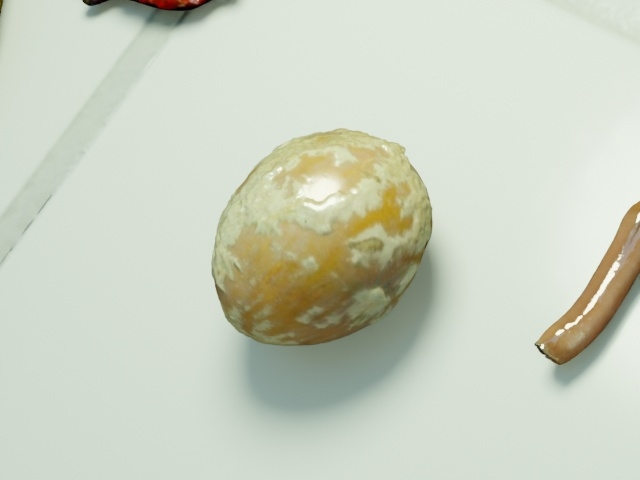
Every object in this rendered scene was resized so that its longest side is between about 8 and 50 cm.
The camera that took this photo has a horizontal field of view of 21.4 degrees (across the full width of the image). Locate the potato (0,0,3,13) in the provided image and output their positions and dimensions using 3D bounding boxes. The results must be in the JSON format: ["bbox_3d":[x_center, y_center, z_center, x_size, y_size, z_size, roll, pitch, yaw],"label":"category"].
[{"bbox_3d":[-0.459,-0.276,1.965,0.195,0.176,0.369,-31,37,57],"label":"potato"}]

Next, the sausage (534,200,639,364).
[{"bbox_3d":[0.263,0.040,1.568,0.040,0.047,0.176,27,79,46],"label":"sausage"}]

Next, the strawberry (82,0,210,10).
[{"bbox_3d":[-0.215,-0.374,1.908,0.306,0.138,0.233,3,70,23],"label":"strawberry"}]

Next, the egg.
[{"bbox_3d":[0.000,0.000,1.614,0.195,0.195,0.233,36,86,31],"label":"egg"}]
